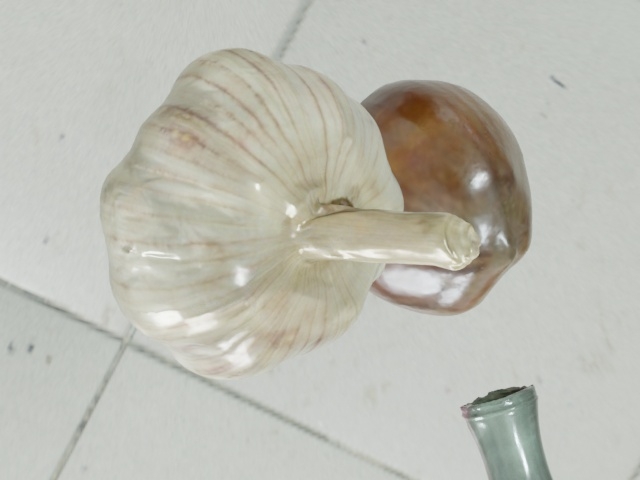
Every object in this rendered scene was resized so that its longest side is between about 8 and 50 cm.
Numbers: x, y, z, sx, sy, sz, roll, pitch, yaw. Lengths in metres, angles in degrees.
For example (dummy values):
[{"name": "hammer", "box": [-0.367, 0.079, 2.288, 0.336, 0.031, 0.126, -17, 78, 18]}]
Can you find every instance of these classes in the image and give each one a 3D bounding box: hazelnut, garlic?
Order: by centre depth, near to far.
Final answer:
[{"name": "garlic", "box": [0.000, 0.000, 0.805, 0.199, 0.226, 0.199, -17, 114, -43]}, {"name": "hazelnut", "box": [0.105, -0.041, 1.269, 0.210, 0.186, 0.210, 7, 113, 16]}]

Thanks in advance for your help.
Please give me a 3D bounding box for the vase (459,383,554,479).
[{"name": "vase", "box": [0.155, 0.213, 1.010, 0.086, 0.086, 0.214, -16, 88, -1]}]
